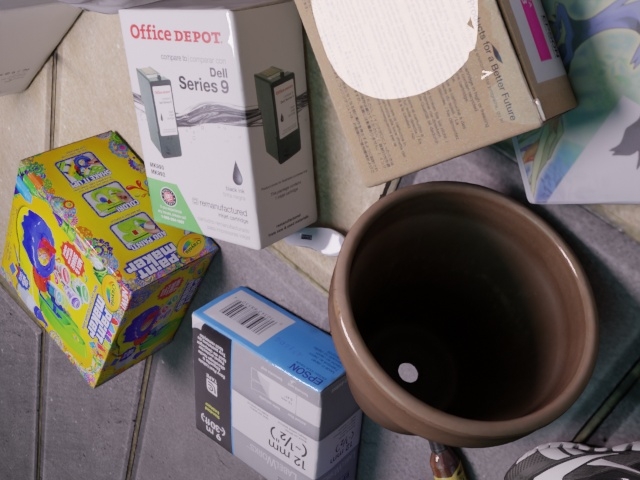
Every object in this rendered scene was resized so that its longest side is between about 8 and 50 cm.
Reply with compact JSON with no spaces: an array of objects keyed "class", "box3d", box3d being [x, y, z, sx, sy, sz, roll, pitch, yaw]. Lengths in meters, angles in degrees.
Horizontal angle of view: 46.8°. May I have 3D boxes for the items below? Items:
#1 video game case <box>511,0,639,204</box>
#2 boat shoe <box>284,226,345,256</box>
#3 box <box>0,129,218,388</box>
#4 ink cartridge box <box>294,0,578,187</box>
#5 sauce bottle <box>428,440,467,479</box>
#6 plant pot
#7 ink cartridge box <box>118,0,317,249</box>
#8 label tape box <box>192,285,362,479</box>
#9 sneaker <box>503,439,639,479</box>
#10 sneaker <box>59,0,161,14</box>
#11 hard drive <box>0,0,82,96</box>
[{"class":"video game case","box3d":[0.235,-0.185,0.583,0.300,0.036,0.328,6,117,64]},{"class":"boat shoe","box3d":[0.000,0.000,0.971,0.100,0.035,0.035,8,93,35]},{"class":"box","box3d":[-0.355,0.032,1.213,0.279,0.177,0.290,46,135,14]},{"class":"ink cartridge box","box3d":[0.091,-0.187,0.656,0.193,0.088,0.234,-17,95,42]},{"class":"sauce bottle","box3d":[0.167,0.303,0.966,0.042,0.042,0.128,-7,108,44]},{"class":"plant pot","box3d":[0.120,0.103,0.786,0.263,0.263,0.229,47,153,14]},{"class":"ink cartridge box","box3d":[-0.128,-0.157,0.941,0.211,0.122,0.289,14,119,37]},{"class":"label tape box","box3d":[-0.070,0.276,1.122,0.249,0.115,0.347,25,125,32]},{"class":"sneaker","box3d":[0.281,0.270,0.797,0.234,0.106,0.078,-25,93,47]},{"class":"sneaker","box3d":[-0.212,-0.411,0.886,0.366,0.210,0.137,-37,83,12]},{"class":"hard drive","box3d":[-0.510,-0.299,1.161,0.308,0.203,0.040,-27,91,47]}]
